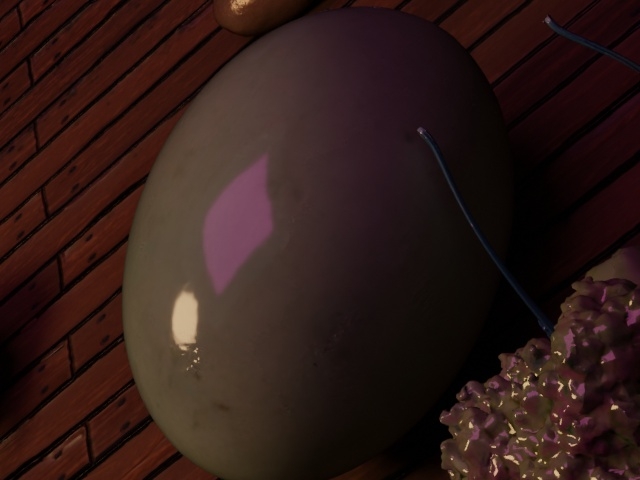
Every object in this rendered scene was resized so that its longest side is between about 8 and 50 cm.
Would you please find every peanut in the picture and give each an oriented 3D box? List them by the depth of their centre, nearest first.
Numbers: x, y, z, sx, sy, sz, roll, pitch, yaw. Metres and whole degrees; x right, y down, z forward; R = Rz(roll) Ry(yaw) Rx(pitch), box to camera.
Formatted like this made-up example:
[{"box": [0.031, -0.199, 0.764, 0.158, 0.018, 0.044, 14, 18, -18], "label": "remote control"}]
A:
[{"box": [-0.045, -0.252, 1.857, 0.152, 0.076, 0.076, -30, 41, 31], "label": "peanut"}]

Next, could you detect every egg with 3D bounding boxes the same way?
[{"box": [0.000, 0.000, 1.407, 0.276, 0.276, 0.389, -2, 56, 47], "label": "egg"}]

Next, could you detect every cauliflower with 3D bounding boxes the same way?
[{"box": [0.190, 0.099, 1.169, 0.256, 0.239, 0.315, -32, 37, 45], "label": "cauliflower"}]

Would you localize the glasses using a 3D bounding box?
[{"box": [0.190, -0.041, 1.316, 0.189, 0.220, 0.088, -42, 1, 6], "label": "glasses"}]
